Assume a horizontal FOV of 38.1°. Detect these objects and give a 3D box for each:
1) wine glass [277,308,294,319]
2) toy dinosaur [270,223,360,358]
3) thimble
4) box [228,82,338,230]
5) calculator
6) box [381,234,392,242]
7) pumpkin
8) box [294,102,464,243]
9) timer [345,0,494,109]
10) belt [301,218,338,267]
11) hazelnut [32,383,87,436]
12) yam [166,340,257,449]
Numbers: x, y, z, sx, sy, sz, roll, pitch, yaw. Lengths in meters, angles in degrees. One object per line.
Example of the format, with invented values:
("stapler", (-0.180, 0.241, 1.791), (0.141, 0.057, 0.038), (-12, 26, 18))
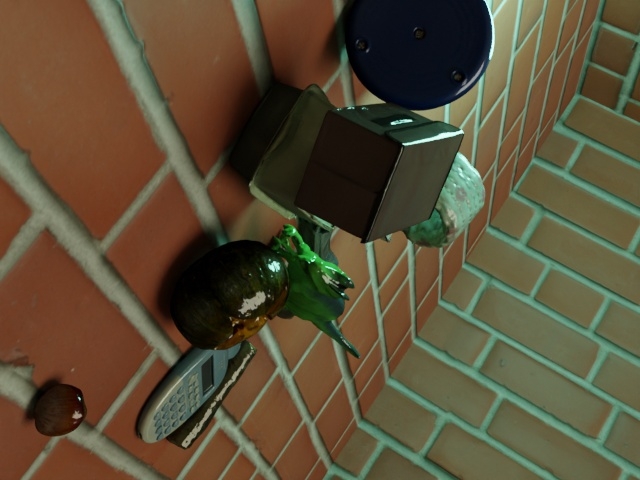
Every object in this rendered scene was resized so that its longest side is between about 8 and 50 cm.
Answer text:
("wine glass", (-0.133, 0.157, 2.017), (0.074, 0.074, 0.262), (-65, 161, 15))
("toy dinosaur", (0.046, 0.138, 1.901), (0.500, 0.374, 0.144), (44, 76, -34))
("thimble", (0.242, -0.091, 2.005), (0.149, 0.185, 0.211), (-48, -168, -29))
("box", (-0.027, -0.147, 1.662), (0.220, 0.166, 0.290), (-59, 162, -2))
("calculator", (-0.267, 0.297, 1.916), (0.302, 0.042, 0.188), (-47, 157, -34))
("box", (0.128, -0.142, 2.119), (0.173, 0.145, 0.333), (-55, 161, -10))
("pumpkin", (-0.165, 0.096, 1.681), (0.238, 0.159, 0.238), (-38, 169, -8))
("box", (0.098, -0.119, 1.526), (0.252, 0.153, 0.188), (-24, 138, -57))
("timer", (0.193, -0.369, 1.848), (0.270, 0.270, 0.383), (-60, 176, 2))
("belt", (0.000, 0.000, 2.089), (0.072, 0.087, 0.302), (-46, 158, -27))
("hazelnut", (-0.408, 0.266, 1.447), (0.086, 0.086, 0.086), (-51, 160, -27))
("yam", (-0.236, 0.339, 2.042), (0.274, 0.061, 0.061), (-54, 161, -19))
